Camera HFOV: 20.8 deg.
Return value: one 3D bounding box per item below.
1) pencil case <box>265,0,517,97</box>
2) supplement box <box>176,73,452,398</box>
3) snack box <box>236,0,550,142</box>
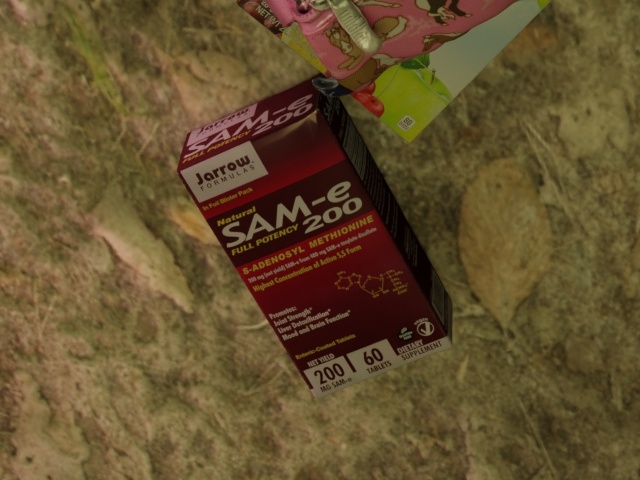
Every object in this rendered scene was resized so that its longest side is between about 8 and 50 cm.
[{"bbox_3d":[0.145,-0.226,1.110,0.386,0.167,0.160,-21,146,20],"label":"pencil case"},{"bbox_3d":[0.000,0.000,1.402,0.130,0.073,0.239,-23,115,17],"label":"supplement box"},{"bbox_3d":[0.070,-0.203,1.281,0.174,0.070,0.207,37,114,-16],"label":"snack box"}]
